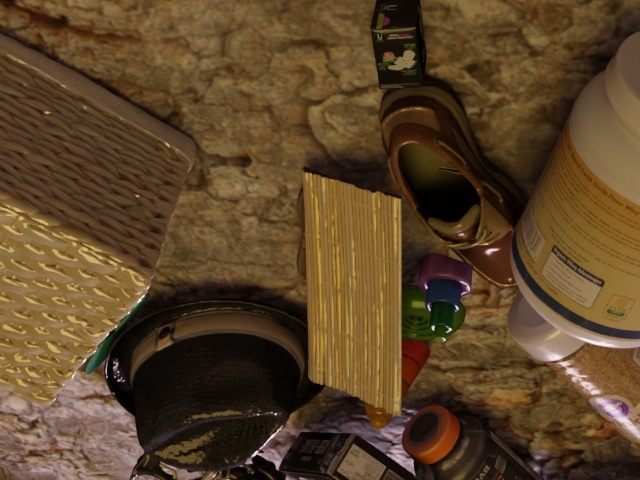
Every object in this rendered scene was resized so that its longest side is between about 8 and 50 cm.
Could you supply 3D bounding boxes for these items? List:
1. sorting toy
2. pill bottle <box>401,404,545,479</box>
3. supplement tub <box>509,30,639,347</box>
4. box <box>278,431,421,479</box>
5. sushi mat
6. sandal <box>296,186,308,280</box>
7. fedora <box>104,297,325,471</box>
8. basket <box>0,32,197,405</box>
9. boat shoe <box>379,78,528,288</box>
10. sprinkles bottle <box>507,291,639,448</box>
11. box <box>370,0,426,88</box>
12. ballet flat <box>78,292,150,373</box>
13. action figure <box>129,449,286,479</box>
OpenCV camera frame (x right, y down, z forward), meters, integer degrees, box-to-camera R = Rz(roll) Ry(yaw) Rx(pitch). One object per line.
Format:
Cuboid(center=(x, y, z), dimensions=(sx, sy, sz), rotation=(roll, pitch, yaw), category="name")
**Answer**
Cuboid(center=(0.115, 0.149, 1.698), dimensions=(0.127, 0.126, 0.365), rotation=(13, 152, -8), category="sorting toy")
Cuboid(center=(0.226, 0.345, 1.929), dimensions=(0.130, 0.130, 0.245), rotation=(-28, 125, 31), category="pill bottle")
Cuboid(center=(0.363, -0.056, 1.451), dimensions=(0.228, 0.228, 0.316), rotation=(14, 135, -5), category="supplement tub")
Cuboid(center=(0.109, 0.396, 1.923), dimensions=(0.307, 0.076, 0.242), rotation=(36, 163, -12), category="box")
Cuboid(center=(0.040, 0.068, 1.638), dimensions=(0.151, 0.019, 0.316), rotation=(16, 122, 32), category="sushi mat")
Cuboid(center=(0.000, 0.000, 1.686), dimensions=(0.072, 0.049, 0.180), rotation=(9, 135, 0), category="sandal")
Cuboid(center=(-0.148, 0.229, 1.839), dimensions=(0.334, 0.152, 0.334), rotation=(0, 138, 0), category="fedora")
Cuboid(center=(-0.374, -0.019, 1.578), dimensions=(0.331, 0.266, 0.328), rotation=(28, 131, -20), category="basket")
Cuboid(center=(0.163, -0.044, 1.568), dimensions=(0.122, 0.120, 0.324), rotation=(-21, 127, 27), category="boat shoe")
Cuboid(center=(0.405, 0.181, 1.750), dimensions=(0.121, 0.121, 0.355), rotation=(-30, 123, 32), category="sprinkles bottle")
Cuboid(center=(0.088, -0.221, 1.448), dimensions=(0.052, 0.062, 0.083), rotation=(0, 134, 11), category="box")
Cuboid(center=(-0.308, 0.111, 1.843), dimensions=(0.067, 0.073, 0.206), rotation=(44, 127, 5), category="ballet flat")
Cuboid(center=(-0.153, 0.386, 2.015), dimensions=(0.275, 0.164, 0.141), rotation=(25, 125, -2), category="action figure")
